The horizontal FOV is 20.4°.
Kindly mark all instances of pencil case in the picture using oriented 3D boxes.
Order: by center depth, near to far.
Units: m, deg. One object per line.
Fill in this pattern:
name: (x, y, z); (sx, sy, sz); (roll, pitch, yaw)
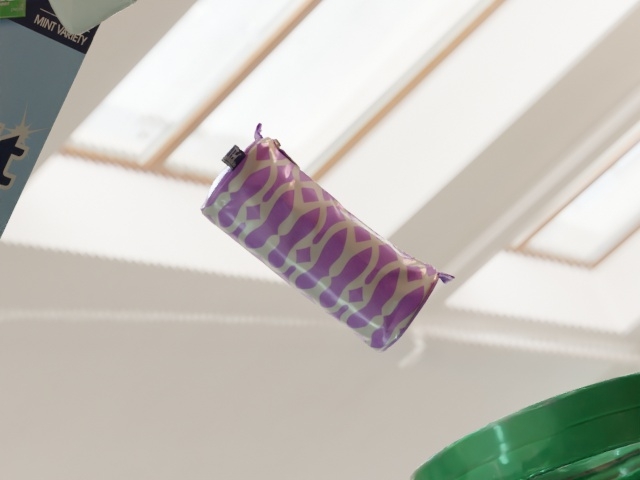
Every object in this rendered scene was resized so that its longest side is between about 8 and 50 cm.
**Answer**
pencil case: (0.000, 0.000, 1.423); (0.206, 0.088, 0.086); (40, 160, -5)

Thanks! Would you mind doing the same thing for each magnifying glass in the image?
magnifying glass: (0.056, 0.090, 0.574); (0.092, 0.231, 0.026); (-11, -112, -19)

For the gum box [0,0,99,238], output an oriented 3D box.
gum box: (-0.211, -0.065, 0.893); (0.041, 0.184, 0.157); (29, -175, 43)

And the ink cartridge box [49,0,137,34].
ink cartridge box: (-0.003, -0.284, 0.605); (0.091, 0.385, 0.308); (-35, -80, -55)
